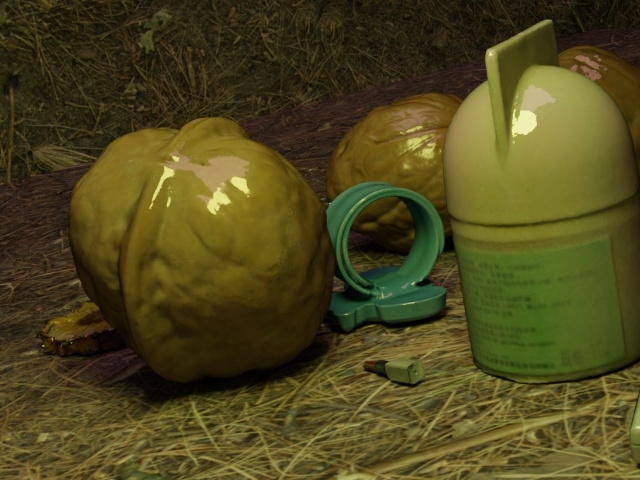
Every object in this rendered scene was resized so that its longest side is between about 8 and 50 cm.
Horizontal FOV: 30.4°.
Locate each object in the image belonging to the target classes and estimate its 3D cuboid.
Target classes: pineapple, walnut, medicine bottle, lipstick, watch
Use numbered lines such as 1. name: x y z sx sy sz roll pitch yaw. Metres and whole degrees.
1. pineapple: -0.349 0.136 1.878 0.221 0.047 0.221 -13 15 4
2. walnut: 0.444 -0.190 1.976 0.285 0.285 0.296 -19 1 -30
3. medicine bottle: 0.273 -0.054 1.454 0.236 0.406 0.236 -10 15 3
4. lipstick: 0.089 0.164 1.511 0.025 0.025 0.107 -19 11 -33
5. walnut: -0.155 0.017 1.591 0.381 0.381 0.381 -10 15 3
6. watch: 0.082 0.016 1.733 0.211 0.193 0.211 -9 13 2
7. walnut: 0.164 -0.114 2.034 0.277 0.252 0.313 -24 -8 -43

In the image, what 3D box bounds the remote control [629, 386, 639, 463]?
1. remote control: 0.427 0.149 1.290 0.145 0.050 0.344 -4 16 23
